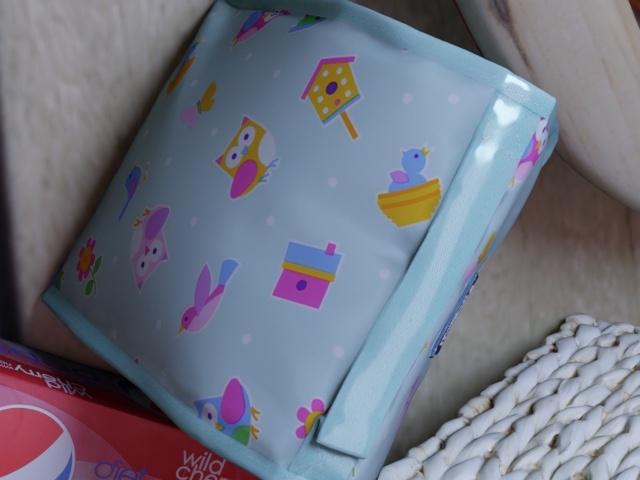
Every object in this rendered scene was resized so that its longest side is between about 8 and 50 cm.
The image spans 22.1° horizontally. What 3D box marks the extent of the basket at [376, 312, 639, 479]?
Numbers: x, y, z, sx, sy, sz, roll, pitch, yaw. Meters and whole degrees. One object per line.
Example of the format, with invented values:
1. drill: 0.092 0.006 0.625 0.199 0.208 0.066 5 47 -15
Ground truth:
1. basket: 0.208 0.246 0.921 0.328 0.266 0.331 -28 121 -56

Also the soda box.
1. soda box: -0.136 0.118 0.886 0.263 0.083 0.092 21 95 -28

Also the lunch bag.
1. lunch bag: 0.000 0.000 0.815 0.160 0.262 0.223 29 90 -29

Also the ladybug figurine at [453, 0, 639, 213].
1. ladybug figurine: 0.179 -0.215 0.896 0.305 0.162 0.449 -31 116 -16
